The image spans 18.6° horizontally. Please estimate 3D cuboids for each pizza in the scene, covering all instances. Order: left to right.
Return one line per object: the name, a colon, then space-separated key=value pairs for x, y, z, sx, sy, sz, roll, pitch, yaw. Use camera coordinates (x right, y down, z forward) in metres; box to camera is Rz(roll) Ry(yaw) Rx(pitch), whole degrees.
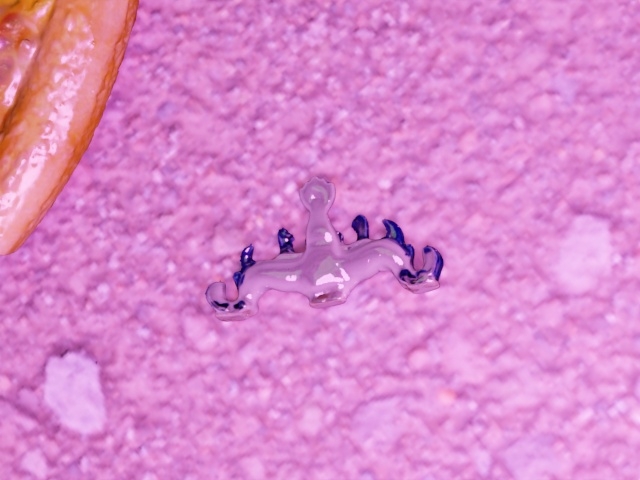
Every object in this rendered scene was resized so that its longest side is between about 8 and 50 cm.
pizza: x=-0.252 y=-0.126 z=1.172 sx=0.288 sy=0.075 sz=0.280 roll=8 pitch=78 yaw=17

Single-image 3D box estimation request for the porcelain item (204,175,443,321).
porcelain item: x=0.000 y=0.000 z=1.096 sx=0.136 sy=0.021 sz=0.075 roll=-9 pitch=75 yaw=14
